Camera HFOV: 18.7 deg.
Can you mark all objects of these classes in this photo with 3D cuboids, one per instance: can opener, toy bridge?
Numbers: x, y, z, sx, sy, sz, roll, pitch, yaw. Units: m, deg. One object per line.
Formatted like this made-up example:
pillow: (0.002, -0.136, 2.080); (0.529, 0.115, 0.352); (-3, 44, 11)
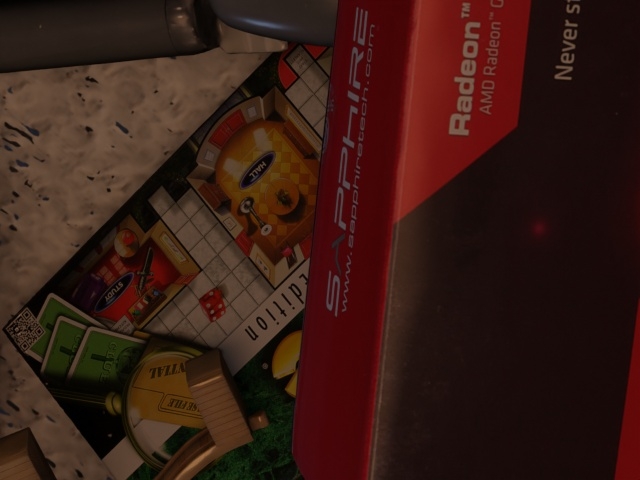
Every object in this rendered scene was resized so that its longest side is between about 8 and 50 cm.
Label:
can opener: (-0.068, -0.104, 0.737); (0.280, 0.093, 0.074); (-2, 99, 22)
toy bridge: (-0.107, 0.104, 0.757); (0.188, 0.026, 0.063); (-22, 113, 2)

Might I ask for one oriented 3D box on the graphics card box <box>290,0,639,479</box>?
graphics card box: (0.187, -0.017, 0.655); (0.371, 0.094, 0.232); (3, 102, -13)

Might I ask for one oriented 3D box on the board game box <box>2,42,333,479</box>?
board game box: (0.000, 0.000, 0.769); (0.260, 0.030, 0.136); (-45, 76, 16)
